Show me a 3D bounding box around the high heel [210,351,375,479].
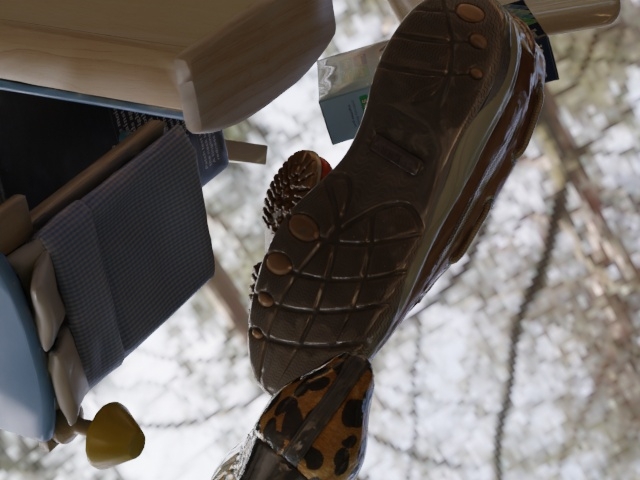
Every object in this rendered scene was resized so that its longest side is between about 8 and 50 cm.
[{"bbox_3d":[0.001,0.127,1.212,0.186,0.093,0.261,-55,176,16],"label":"high heel"}]

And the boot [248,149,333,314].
[{"bbox_3d":[0.000,0.000,1.403,0.084,0.158,0.059,-3,-144,-21],"label":"boot"}]

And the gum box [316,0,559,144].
[{"bbox_3d":[0.090,-0.138,1.524,0.184,0.041,0.157,-17,-164,4],"label":"gum box"}]

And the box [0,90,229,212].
[{"bbox_3d":[-0.275,-0.073,1.406,0.296,0.183,0.294,-1,-158,28],"label":"box"}]

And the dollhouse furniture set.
[{"bbox_3d":[-0.069,-0.036,1.186,0.198,0.303,0.286,13,-144,32],"label":"dollhouse furniture set"}]

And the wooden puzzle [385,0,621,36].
[{"bbox_3d":[0.157,-0.271,1.791,0.221,0.239,0.044,-8,-121,17],"label":"wooden puzzle"}]

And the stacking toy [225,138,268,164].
[{"bbox_3d":[-0.223,-0.162,1.996,0.279,0.309,0.130,6,-90,41],"label":"stacking toy"}]

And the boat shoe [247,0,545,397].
[{"bbox_3d":[0.064,-0.016,1.331,0.123,0.116,0.324,41,-74,34],"label":"boat shoe"}]
